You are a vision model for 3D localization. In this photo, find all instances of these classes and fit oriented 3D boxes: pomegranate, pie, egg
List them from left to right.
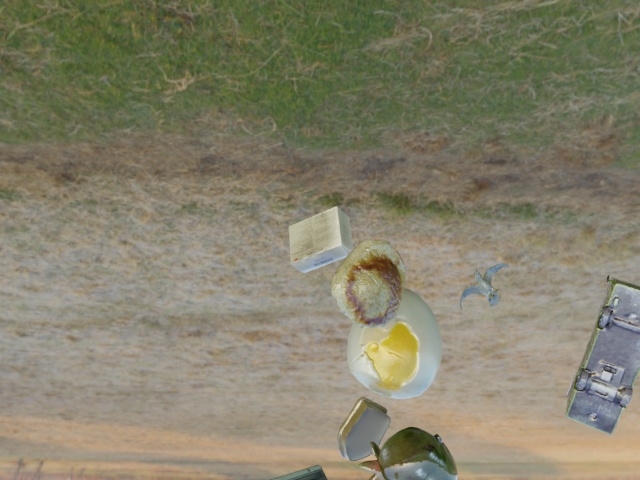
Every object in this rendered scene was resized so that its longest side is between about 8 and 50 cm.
[{"bbox_3d":[0.121,0.101,1.214,0.084,0.205,0.179,3,133,50],"label":"pie"},{"bbox_3d":[0.224,0.301,1.567,0.283,0.345,0.283,10,148,7],"label":"egg"},{"bbox_3d":[0.173,0.453,1.046,0.152,0.131,0.191,44,133,-10],"label":"pomegranate"}]

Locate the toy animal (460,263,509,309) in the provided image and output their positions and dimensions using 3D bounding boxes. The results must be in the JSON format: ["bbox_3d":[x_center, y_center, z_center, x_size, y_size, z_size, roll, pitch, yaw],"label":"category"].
[{"bbox_3d":[0.549,0.146,1.717,0.219,0.095,0.155,-40,145,-2],"label":"toy animal"}]

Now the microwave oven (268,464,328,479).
[{"bbox_3d":[-0.053,0.802,1.231,0.333,0.394,0.247,-46,148,20],"label":"microwave oven"}]

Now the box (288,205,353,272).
[{"bbox_3d":[0.000,0.000,1.856,0.212,0.168,0.095,-21,143,25],"label":"box"}]

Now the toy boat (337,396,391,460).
[{"bbox_3d":[0.123,0.571,1.547,0.116,0.188,0.061,32,177,-18],"label":"toy boat"}]

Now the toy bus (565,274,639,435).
[{"bbox_3d":[0.590,0.226,1.058,0.113,0.301,0.139,19,-165,23],"label":"toy bus"}]
